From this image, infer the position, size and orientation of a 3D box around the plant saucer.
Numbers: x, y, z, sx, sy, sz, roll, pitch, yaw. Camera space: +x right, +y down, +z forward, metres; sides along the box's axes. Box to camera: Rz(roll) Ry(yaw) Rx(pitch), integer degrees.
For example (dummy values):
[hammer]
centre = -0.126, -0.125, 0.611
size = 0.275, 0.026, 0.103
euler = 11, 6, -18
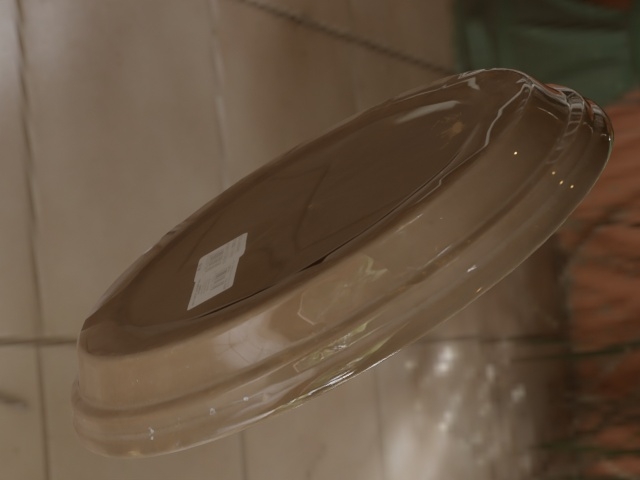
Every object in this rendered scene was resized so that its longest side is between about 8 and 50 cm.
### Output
[plant saucer]
centre = 0.000, 0.000, 0.834
size = 0.041, 0.278, 0.278
euler = 58, 30, -16
